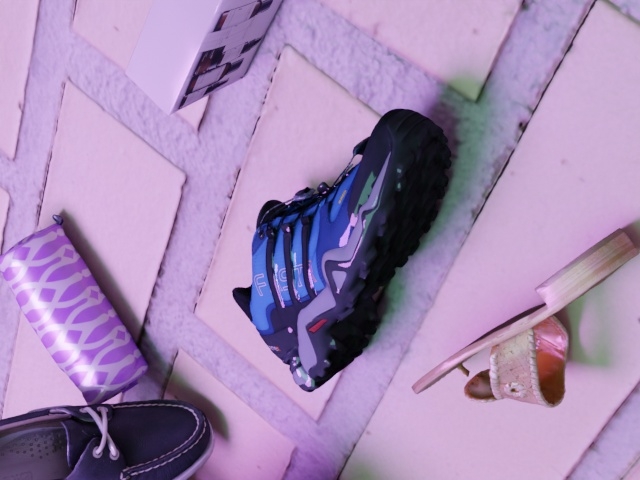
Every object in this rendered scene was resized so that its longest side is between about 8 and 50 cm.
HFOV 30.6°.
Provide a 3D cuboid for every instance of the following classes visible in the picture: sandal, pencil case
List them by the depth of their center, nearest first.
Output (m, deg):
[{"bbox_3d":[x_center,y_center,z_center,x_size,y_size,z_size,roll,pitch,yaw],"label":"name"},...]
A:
[{"bbox_3d":[0.163,0.088,0.889,0.079,0.088,0.240,54,132,11],"label":"sandal"},{"bbox_3d":[-0.268,0.081,1.268,0.206,0.086,0.088,60,171,-1],"label":"pencil case"}]

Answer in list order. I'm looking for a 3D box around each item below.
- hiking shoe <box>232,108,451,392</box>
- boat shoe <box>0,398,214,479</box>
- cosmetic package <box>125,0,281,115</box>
[{"bbox_3d":[0.000,0.000,0.961,0.132,0.113,0.304,39,134,16],"label":"hiking shoe"},{"bbox_3d":[-0.254,0.219,1.191,0.091,0.302,0.114,93,154,-49],"label":"boat shoe"},{"bbox_3d":[-0.066,-0.209,0.908,0.060,0.099,0.239,43,136,10],"label":"cosmetic package"}]
